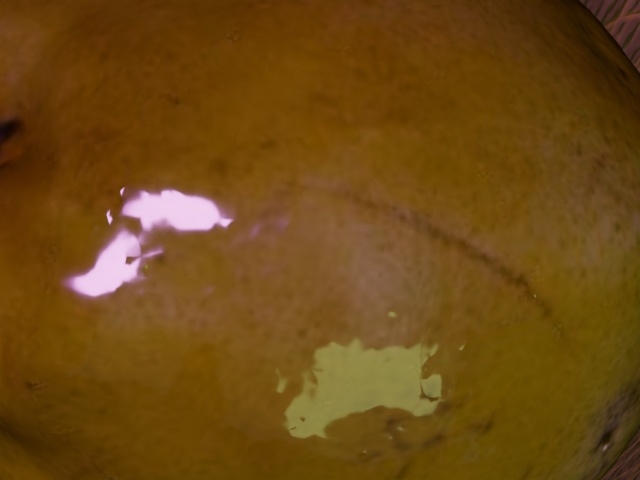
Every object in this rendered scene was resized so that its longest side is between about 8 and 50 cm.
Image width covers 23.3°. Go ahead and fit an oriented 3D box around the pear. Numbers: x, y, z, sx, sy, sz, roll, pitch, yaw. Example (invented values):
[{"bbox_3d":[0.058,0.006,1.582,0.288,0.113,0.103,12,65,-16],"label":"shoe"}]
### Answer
[{"bbox_3d":[0.000,0.000,0.462,0.269,0.212,0.212,9,132,-42],"label":"pear"}]
